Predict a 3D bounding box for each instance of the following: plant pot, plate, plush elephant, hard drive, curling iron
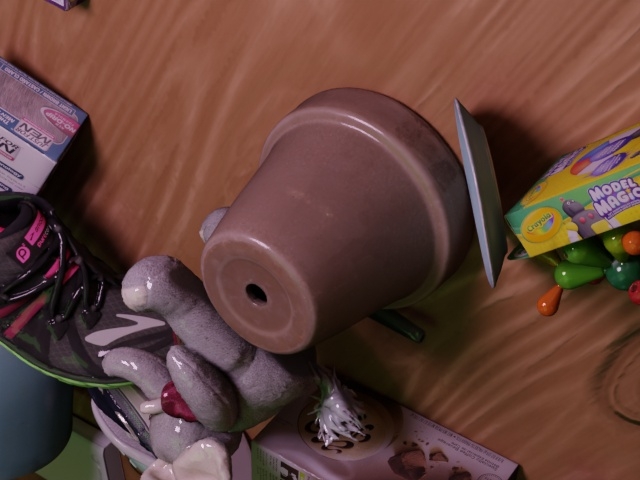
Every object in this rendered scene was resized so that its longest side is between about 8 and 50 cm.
[{"bbox_3d":[0.000,0.000,1.159,0.263,0.229,0.263,22,132,26],"label":"plant pot"},{"bbox_3d":[0.158,-0.047,1.048,0.024,0.188,0.188,-12,117,6],"label":"plate"},{"bbox_3d":[-0.535,0.202,1.751,0.293,0.293,0.235,28,121,22],"label":"plant pot"},{"bbox_3d":[-0.137,0.163,1.292,0.255,0.272,0.330,-37,100,24],"label":"plush elephant"},{"bbox_3d":[-0.494,0.389,2.030,0.307,0.040,0.203,21,132,29],"label":"hard drive"},{"bbox_3d":[0.015,0.063,1.339,0.274,0.035,0.068,22,129,29],"label":"curling iron"}]

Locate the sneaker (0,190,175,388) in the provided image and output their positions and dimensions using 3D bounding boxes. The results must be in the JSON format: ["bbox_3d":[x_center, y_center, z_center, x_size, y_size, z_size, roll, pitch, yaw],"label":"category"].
[{"bbox_3d":[-0.388,0.056,1.478,0.482,0.185,0.202,22,147,-9],"label":"sneaker"}]

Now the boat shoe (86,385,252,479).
[{"bbox_3d":[-0.239,0.282,1.680,0.341,0.127,0.158,54,146,5],"label":"boat shoe"}]

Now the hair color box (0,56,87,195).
[{"bbox_3d":[-0.481,-0.108,1.556,0.174,0.105,0.347,34,141,-13],"label":"hair color box"}]

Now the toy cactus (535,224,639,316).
[{"bbox_3d":[0.301,0.046,1.000,0.180,0.112,0.219,21,-179,-15],"label":"toy cactus"}]

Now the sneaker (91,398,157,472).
[{"bbox_3d":[-0.288,0.359,1.788,0.256,0.094,0.151,40,142,12],"label":"sneaker"}]

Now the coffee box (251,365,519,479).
[{"bbox_3d":[0.079,0.306,1.371,0.297,0.168,0.119,25,134,26],"label":"coffee box"}]

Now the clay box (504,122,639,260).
[{"bbox_3d":[0.262,-0.056,0.963,0.222,0.127,0.053,-23,103,47],"label":"clay box"}]

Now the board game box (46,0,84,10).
[{"bbox_3d":[-0.428,-0.442,1.331,0.346,0.056,0.208,29,140,21],"label":"board game box"}]
